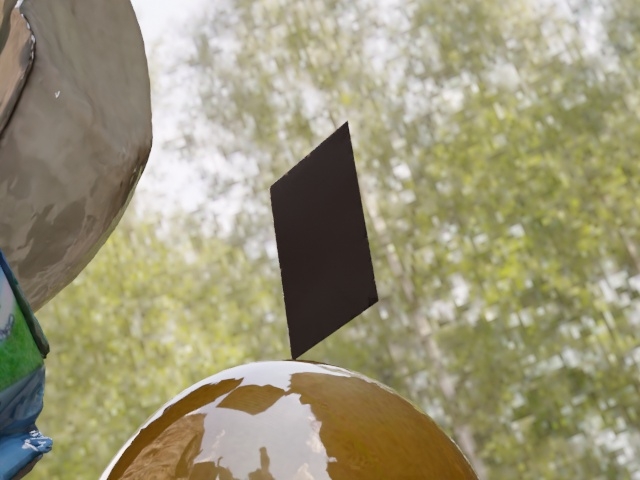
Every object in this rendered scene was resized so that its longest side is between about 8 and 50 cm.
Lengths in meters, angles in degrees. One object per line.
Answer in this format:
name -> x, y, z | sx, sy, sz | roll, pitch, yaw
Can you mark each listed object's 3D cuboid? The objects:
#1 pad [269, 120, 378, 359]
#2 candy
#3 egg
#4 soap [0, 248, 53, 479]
pad -> 0.000, 0.000, 1.484 | 0.004, 0.190, 0.127 | 14, -36, -36
candy -> -0.315, -0.070, 1.277 | 0.427, 0.386, 0.186 | -38, -35, 13
egg -> -0.017, 0.248, 0.994 | 0.283, 0.351, 0.282 | -5, 2, 0
soap -> -0.228, -0.001, 0.747 | 0.077, 0.293, 0.156 | -22, 7, 24
